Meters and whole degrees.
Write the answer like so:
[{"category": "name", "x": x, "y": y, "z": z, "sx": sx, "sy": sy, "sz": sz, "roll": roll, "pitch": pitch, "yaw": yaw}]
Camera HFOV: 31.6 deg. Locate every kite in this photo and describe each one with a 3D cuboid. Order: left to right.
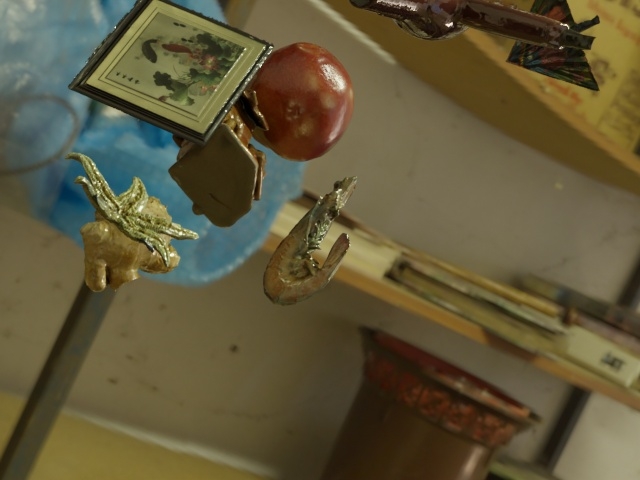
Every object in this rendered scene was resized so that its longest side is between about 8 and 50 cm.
[{"category": "kite", "x": 0.512, "y": -0.451, "z": 2.513, "sx": 0.234, "sy": 0.321, "sz": 0.016, "roll": -24, "pitch": -16, "yaw": 34}]

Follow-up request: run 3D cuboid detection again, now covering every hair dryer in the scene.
[{"category": "hair dryer", "x": 0.242, "y": -0.341, "z": 1.713, "sx": 0.340, "sy": 0.123, "sz": 0.312, "roll": 21, "pitch": 16, "yaw": 27}]

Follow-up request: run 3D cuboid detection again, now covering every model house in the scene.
[{"category": "model house", "x": -0.174, "y": -0.185, "z": 2.163, "sx": 0.220, "sy": 0.229, "sz": 0.199, "roll": -23, "pitch": -51, "yaw": 33}]

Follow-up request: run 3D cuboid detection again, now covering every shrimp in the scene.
[{"category": "shrimp", "x": 0.001, "y": 0.001, "z": 1.813, "sx": 0.143, "sy": 0.251, "sz": 0.052, "roll": 20, "pitch": -13, "yaw": 47}]

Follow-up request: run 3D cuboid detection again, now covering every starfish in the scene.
[{"category": "starfish", "x": -0.261, "y": -0.051, "z": 1.536, "sx": 0.208, "sy": 0.053, "sz": 0.176, "roll": 41, "pitch": 21, "yaw": -11}]

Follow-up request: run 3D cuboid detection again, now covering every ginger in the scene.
[{"category": "ginger", "x": -0.326, "y": 0.000, "z": 1.984, "sx": 0.216, "sy": 0.157, "sz": 0.102, "roll": -20, "pitch": 11, "yaw": -42}]

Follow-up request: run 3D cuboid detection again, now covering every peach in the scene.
[{"category": "peach", "x": -0.047, "y": -0.283, "z": 2.265, "sx": 0.243, "sy": 0.243, "sz": 0.199, "roll": 26, "pitch": 28, "yaw": 11}]

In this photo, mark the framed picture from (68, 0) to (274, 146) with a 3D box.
[{"category": "framed picture", "x": -0.185, "y": -0.222, "z": 1.428, "sx": 0.195, "sy": 0.199, "sz": 0.010, "roll": 24, "pitch": -32, "yaw": 11}]
